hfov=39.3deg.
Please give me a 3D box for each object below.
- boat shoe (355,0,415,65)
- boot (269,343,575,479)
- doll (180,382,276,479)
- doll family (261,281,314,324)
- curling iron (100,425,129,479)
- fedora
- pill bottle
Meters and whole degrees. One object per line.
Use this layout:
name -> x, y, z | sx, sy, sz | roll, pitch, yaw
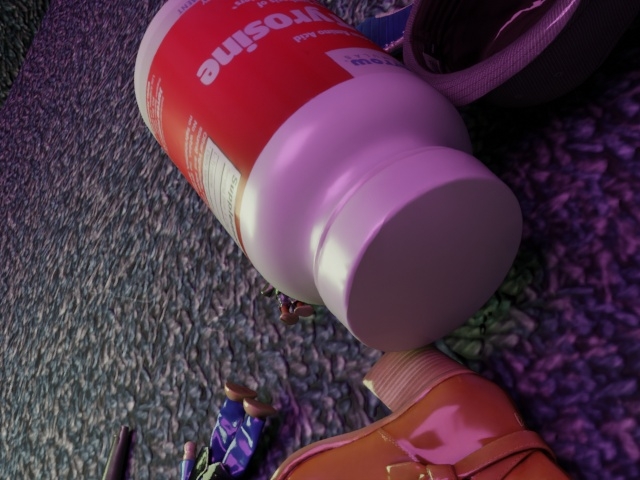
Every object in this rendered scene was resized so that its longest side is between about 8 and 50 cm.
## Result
boat shoe -> 0.100, -0.228, 1.038 | 0.183, 0.066, 0.066 | -16, 56, 39
boot -> 0.071, 0.239, 0.731 | 0.283, 0.109, 0.220 | -50, 39, 2
doll -> -0.117, 0.254, 0.987 | 0.129, 0.046, 0.189 | 28, 95, 46
doll family -> 0.000, 0.000, 0.995 | 0.193, 0.076, 0.111 | -32, 42, 12
curling iron -> -0.289, 0.367, 1.134 | 0.068, 0.035, 0.274 | -17, 54, 45
fedora -> 0.206, -0.222, 0.850 | 0.275, 0.124, 0.243 | -38, 39, 39
pill bottle -> -0.005, -0.087, 0.854 | 0.229, 0.229, 0.407 | -53, 46, 11
